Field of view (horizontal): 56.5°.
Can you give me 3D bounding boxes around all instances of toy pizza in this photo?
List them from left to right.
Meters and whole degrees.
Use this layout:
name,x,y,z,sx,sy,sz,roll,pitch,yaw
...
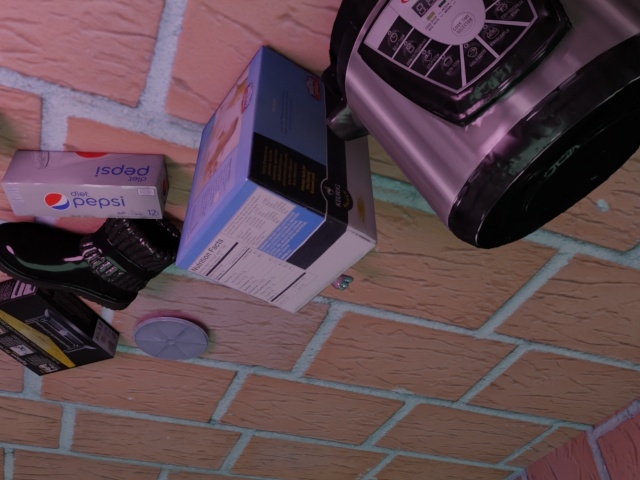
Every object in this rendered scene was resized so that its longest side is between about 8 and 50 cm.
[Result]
name,x,y,z,sx,sy,sz,roll,pitch,yaw
toy pizza,-0.402,0.261,1.609,0.202,0.032,0.201,-1,136,-1

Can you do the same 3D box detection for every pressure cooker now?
name,x,y,z,sx,sy,sz,roll,pitch,yaw
pressure cooker,0.216,-0.242,0.813,0.370,0.420,0.375,-23,155,-25

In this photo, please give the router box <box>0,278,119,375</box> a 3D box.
name,x,y,z,sx,sy,sz,roll,pitch,yaw
router box,-0.709,0.219,1.516,0.243,0.081,0.308,-15,136,14

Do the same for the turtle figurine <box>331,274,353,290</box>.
name,x,y,z,sx,sy,sz,roll,pitch,yaw
turtle figurine,0.000,0.000,1.283,0.175,0.118,0.234,-52,131,-8

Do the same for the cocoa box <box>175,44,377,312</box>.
name,x,y,z,sx,sy,sz,roll,pitch,yaw
cocoa box,-0.071,-0.103,0.990,0.228,0.347,0.231,25,132,-25

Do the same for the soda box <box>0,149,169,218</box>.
name,x,y,z,sx,sy,sz,roll,pitch,yaw
soda box,-0.448,-0.108,1.156,0.287,0.098,0.091,2,138,-3

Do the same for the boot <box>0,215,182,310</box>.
name,x,y,z,sx,sy,sz,roll,pitch,yaw
boot,-0.487,0.002,1.249,0.348,0.131,0.260,24,134,-30
